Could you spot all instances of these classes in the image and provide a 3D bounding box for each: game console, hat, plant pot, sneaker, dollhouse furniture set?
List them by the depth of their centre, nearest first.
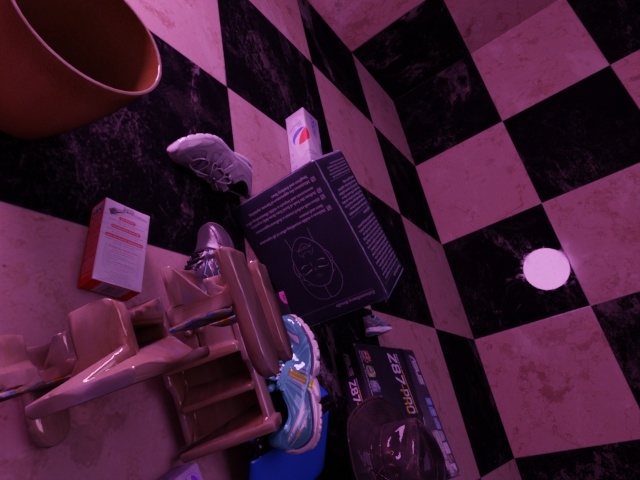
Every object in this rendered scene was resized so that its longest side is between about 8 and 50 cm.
[{"bbox_3d":[-0.207,0.211,0.605,0.394,0.361,0.257,62,7,-81],"label":"dollhouse furniture set"},{"bbox_3d":[-0.440,-0.278,0.696,0.237,0.254,0.237,42,34,-37],"label":"plant pot"},{"bbox_3d":[-0.063,0.273,0.852,0.109,0.107,0.276,16,49,-32],"label":"sneaker"},{"bbox_3d":[-0.246,0.071,0.909,0.106,0.101,0.268,26,46,-47],"label":"sneaker"},{"bbox_3d":[-0.110,0.417,0.934,0.250,0.174,0.293,40,18,25],"label":"game console"},{"bbox_3d":[0.214,0.528,1.031,0.331,0.134,0.332,30,38,-27],"label":"hat"},{"bbox_3d":[-0.261,-0.184,1.090,0.281,0.105,0.116,13,56,-57],"label":"sneaker"},{"bbox_3d":[0.206,0.303,1.547,0.166,0.064,0.076,17,49,-57],"label":"sneaker"}]

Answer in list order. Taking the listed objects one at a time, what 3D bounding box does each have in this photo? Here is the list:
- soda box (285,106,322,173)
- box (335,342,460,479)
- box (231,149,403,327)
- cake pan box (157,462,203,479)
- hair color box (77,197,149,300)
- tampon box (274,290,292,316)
[{"bbox_3d":[-0.058,-0.358,1.605,0.098,0.091,0.287,31,42,-46],"label":"soda box"},{"bbox_3d":[0.224,0.516,1.267,0.318,0.097,0.395,21,42,-42],"label":"box"},{"bbox_3d":[0.000,0.000,1.187,0.396,0.293,0.212,62,28,-6],"label":"box"},{"bbox_3d":[-0.235,0.500,0.604,0.245,0.070,0.267,-9,75,-64],"label":"cake pan box"},{"bbox_3d":[-0.375,0.016,0.781,0.093,0.053,0.168,30,44,-45],"label":"hair color box"},{"bbox_3d":[-0.145,0.197,0.976,0.161,0.101,0.121,-4,72,-61],"label":"tampon box"}]
